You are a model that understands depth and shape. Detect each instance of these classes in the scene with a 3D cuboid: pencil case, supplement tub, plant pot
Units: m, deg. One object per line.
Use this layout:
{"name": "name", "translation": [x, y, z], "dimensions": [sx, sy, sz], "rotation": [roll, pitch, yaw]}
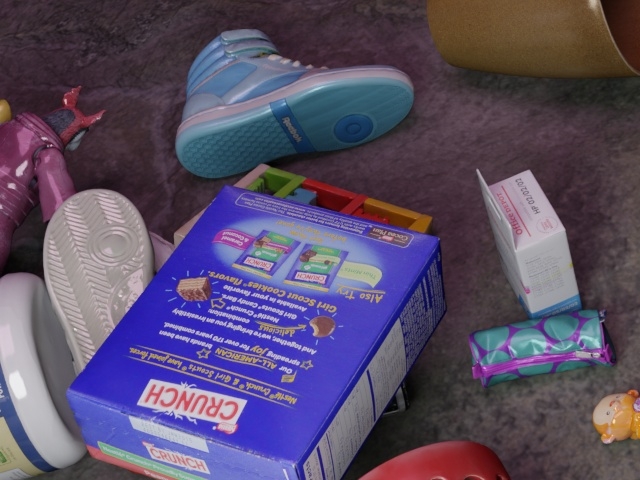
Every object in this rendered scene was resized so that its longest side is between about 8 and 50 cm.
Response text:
{"name": "pencil case", "translation": [0.238, 0.117, 1.647], "dimensions": [0.152, 0.064, 0.070], "rotation": [-12, 22, 11]}
{"name": "supplement tub", "translation": [-0.438, 0.183, 1.721], "dimensions": [0.316, 0.228, 0.228], "rotation": [-17, 46, 5]}
{"name": "plant pot", "translation": [0.270, -0.300, 1.916], "dimensions": [0.254, 0.237, 0.237], "rotation": [-9, 46, 31]}
{"name": "plant pot", "translation": [0.120, 0.312, 1.440], "dimensions": [0.191, 0.191, 0.174], "rotation": [-26, 55, -3]}

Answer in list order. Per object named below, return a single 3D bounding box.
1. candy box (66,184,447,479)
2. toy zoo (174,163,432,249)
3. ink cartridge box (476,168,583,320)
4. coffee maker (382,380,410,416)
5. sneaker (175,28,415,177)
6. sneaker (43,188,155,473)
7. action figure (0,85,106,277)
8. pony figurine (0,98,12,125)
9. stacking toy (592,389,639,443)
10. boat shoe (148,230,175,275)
{"name": "candy box", "translation": [-0.057, 0.109, 1.553], "dimensions": [0.268, 0.122, 0.317], "rotation": [15, 49, 27]}
{"name": "toy zoo", "translation": [0.000, 0.000, 1.809], "dimensions": [0.293, 0.030, 0.192], "rotation": [18, 38, 26]}
{"name": "ink cartridge box", "translation": [0.230, 0.000, 1.673], "dimensions": [0.062, 0.181, 0.104], "rotation": [-23, 47, -1]}
{"name": "coffee maker", "translation": [-0.013, 0.145, 1.663], "dimensions": [0.178, 0.120, 0.171], "rotation": [-23, 61, -11]}
{"name": "sneaker", "translation": [-0.040, -0.215, 2.002], "dimensions": [0.319, 0.127, 0.208], "rotation": [-12, 48, 8]}
{"name": "sneaker", "translation": [-0.237, 0.109, 1.751], "dimensions": [0.131, 0.148, 0.350], "rotation": [-10, 58, -7]}
{"name": "action figure", "translation": [-0.422, -0.060, 1.919], "dimensions": [0.248, 0.276, 0.370], "rotation": [25, 76, 42]}
{"name": "pony figurine", "translation": [-0.598, -0.130, 2.009], "dimensions": [0.363, 0.351, 0.303], "rotation": [-17, 33, -30]}
{"name": "stacking toy", "translation": [0.393, 0.190, 1.491], "dimensions": [0.302, 0.165, 0.175], "rotation": [9, 56, 45]}
{"name": "boat shoe", "translation": [-0.164, 0.061, 1.834], "dimensions": [0.096, 0.098, 0.277], "rotation": [-9, 32, -26]}
